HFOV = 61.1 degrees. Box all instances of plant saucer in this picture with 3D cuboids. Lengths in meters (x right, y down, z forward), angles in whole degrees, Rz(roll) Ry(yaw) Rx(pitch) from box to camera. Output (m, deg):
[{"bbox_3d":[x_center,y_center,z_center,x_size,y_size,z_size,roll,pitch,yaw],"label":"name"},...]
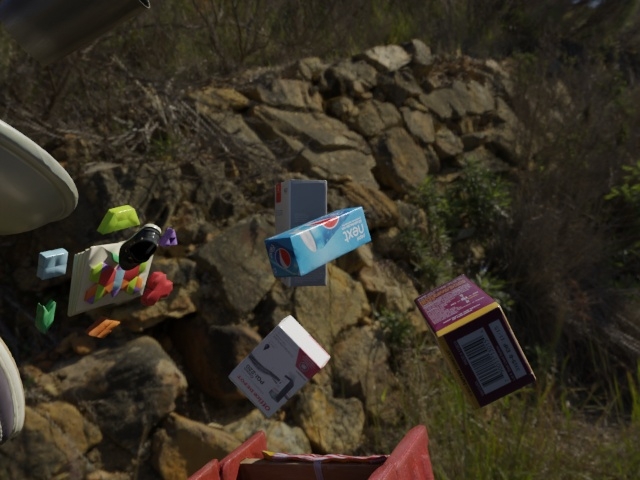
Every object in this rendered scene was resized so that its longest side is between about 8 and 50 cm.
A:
[{"bbox_3d":[-0.536,-0.084,0.702,0.400,0.100,0.400,10,-22,4],"label":"plant saucer"}]

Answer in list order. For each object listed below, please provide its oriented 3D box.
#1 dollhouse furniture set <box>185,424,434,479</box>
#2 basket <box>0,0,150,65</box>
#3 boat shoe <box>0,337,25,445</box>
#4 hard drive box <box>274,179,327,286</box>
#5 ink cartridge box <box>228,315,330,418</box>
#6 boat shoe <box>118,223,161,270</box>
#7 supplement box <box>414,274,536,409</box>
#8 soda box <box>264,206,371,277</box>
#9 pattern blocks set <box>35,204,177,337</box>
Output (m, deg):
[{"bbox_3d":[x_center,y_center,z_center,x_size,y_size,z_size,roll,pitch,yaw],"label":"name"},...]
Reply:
[{"bbox_3d":[0.011,0.369,0.466,0.201,0.374,0.152,-11,-1,31],"label":"dollhouse furniture set"},{"bbox_3d":[-0.459,-0.443,1.005,0.227,0.204,0.154,-32,-38,6],"label":"basket"},{"bbox_3d":[-0.384,0.098,0.528,0.103,0.285,0.092,-3,22,13],"label":"boat shoe"},{"bbox_3d":[-0.048,-0.018,1.251,0.089,0.232,0.181,0,1,-14],"label":"hard drive box"},{"bbox_3d":[-0.110,0.332,1.423,0.218,0.158,0.092,-47,-6,19],"label":"ink cartridge box"},{"bbox_3d":[-0.337,0.021,0.997,0.049,0.042,0.133,27,-47,-30],"label":"boat shoe"},{"bbox_3d":[0.098,0.063,0.357,0.043,0.055,0.083,-29,9,4],"label":"supplement box"},{"bbox_3d":[0.000,0.000,0.981,0.067,0.071,0.210,-7,12,41],"label":"soda box"},{"bbox_3d":[-0.403,0.067,1.063,0.026,0.285,0.325,26,32,22],"label":"pattern blocks set"}]
